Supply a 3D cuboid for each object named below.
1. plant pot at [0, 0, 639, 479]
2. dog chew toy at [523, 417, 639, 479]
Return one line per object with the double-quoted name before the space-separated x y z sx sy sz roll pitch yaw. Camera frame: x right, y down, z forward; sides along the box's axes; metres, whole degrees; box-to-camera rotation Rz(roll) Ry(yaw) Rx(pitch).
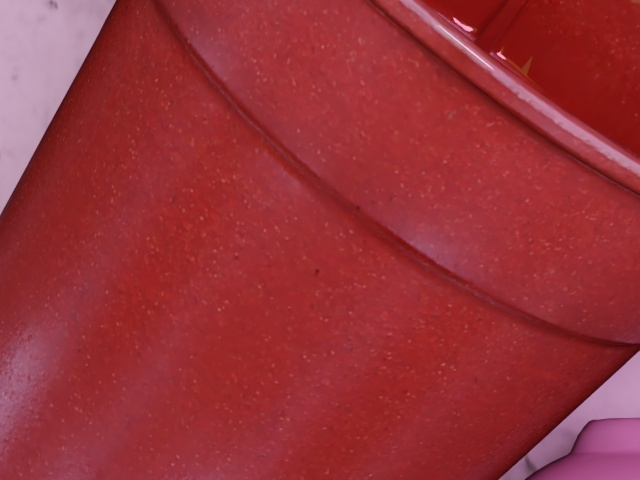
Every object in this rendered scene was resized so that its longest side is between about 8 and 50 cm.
"plant pot" 0.000 0.000 0.681 0.272 0.272 0.265 45 114 15
"dog chew toy" 0.122 0.232 0.661 0.206 0.206 0.332 -4 81 21
